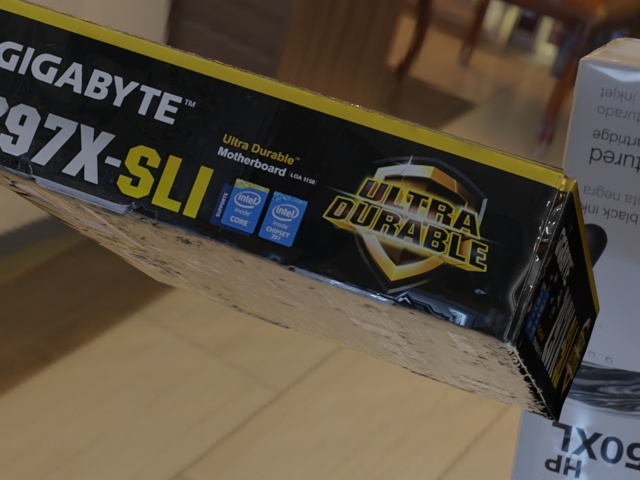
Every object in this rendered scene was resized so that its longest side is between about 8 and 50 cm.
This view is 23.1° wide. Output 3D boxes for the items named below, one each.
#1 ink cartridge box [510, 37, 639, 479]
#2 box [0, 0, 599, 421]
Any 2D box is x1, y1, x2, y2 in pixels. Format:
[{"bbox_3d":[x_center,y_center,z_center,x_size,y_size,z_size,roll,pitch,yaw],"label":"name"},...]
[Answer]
[{"bbox_3d":[0.310,0.072,1.153,0.285,0.394,0.166,12,16,18],"label":"ink cartridge box"},{"bbox_3d":[0.000,0.000,0.765,0.257,0.079,0.322,20,-7,16],"label":"box"}]
